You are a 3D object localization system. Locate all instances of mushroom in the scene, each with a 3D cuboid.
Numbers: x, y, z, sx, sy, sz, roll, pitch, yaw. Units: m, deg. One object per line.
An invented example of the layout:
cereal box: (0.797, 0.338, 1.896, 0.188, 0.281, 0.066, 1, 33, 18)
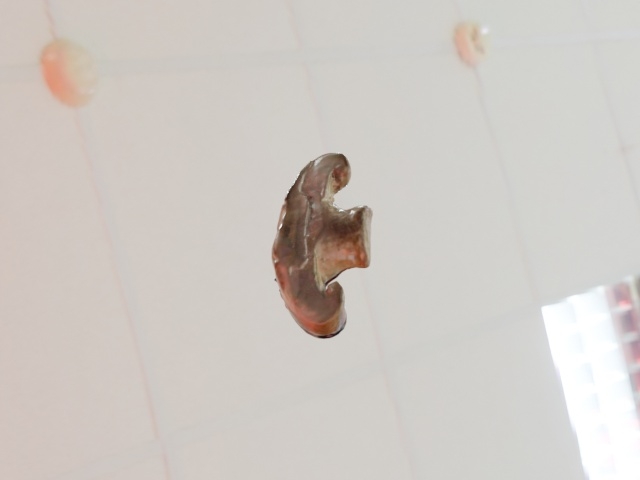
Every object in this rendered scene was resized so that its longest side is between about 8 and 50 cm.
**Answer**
mushroom: (0.000, 0.000, 0.674, 0.019, 0.049, 0.101, 74, -166, -56)
